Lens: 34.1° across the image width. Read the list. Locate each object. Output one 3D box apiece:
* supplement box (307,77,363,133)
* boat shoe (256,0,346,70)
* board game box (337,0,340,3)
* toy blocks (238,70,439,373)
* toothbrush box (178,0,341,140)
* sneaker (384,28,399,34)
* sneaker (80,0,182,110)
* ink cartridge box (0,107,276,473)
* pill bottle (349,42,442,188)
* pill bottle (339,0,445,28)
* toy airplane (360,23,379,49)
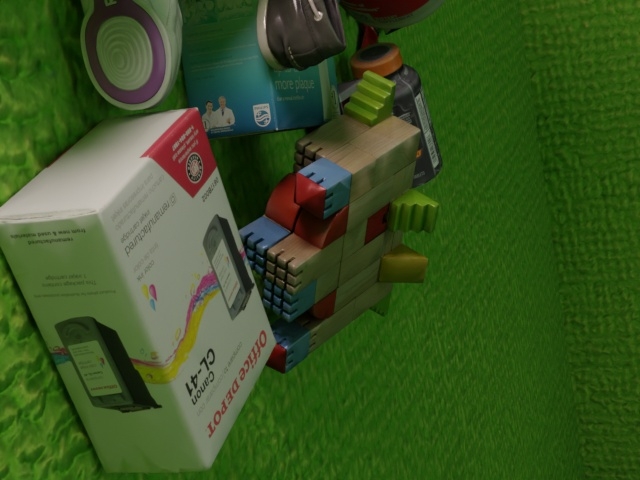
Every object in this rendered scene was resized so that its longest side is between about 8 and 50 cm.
[{"bbox_3d":[0.052,-0.128,1.683,0.130,0.073,0.239,-44,120,-61],"label":"supplement box"},{"bbox_3d":[-0.015,-0.364,1.241,0.112,0.096,0.335,19,68,-63],"label":"boat shoe"},{"bbox_3d":[-0.034,-0.358,1.534,0.133,0.033,0.169,-49,156,5],"label":"board game box"},{"bbox_3d":[0.000,0.000,1.391,0.261,0.191,0.381,-34,144,-39],"label":"toy blocks"},{"bbox_3d":[-0.083,-0.285,1.348,0.216,0.126,0.295,-18,102,-66],"label":"toothbrush box"},{"bbox_3d":[0.153,-0.468,2.020,0.077,0.072,0.178,63,24,-22],"label":"sneaker"},{"bbox_3d":[-0.213,-0.284,1.103,0.152,0.114,0.305,-43,127,-86],"label":"sneaker"},{"bbox_3d":[-0.173,0.049,1.065,0.226,0.131,0.306,-61,139,-53],"label":"ink cartridge box"},{"bbox_3d":[0.124,-0.218,1.821,0.130,0.130,0.245,-66,143,-49],"label":"pill bottle"},{"bbox_3d":[0.055,-0.500,1.582,0.408,0.229,0.229,29,59,-63],"label":"pill bottle"},{"bbox_3d":[0.082,-0.395,1.883,0.151,0.028,0.151,-3,90,-67],"label":"toy airplane"}]
